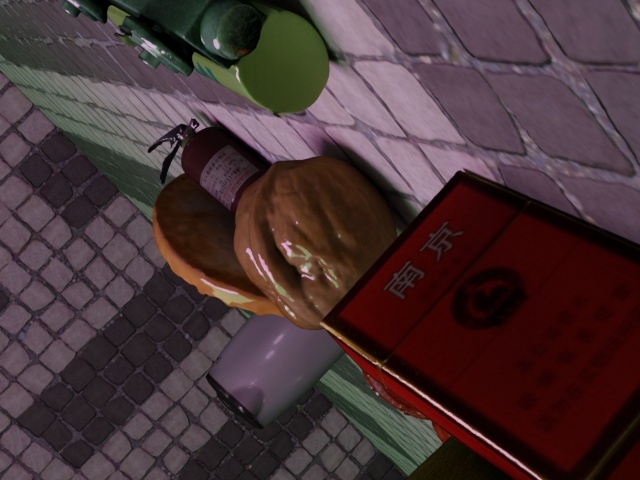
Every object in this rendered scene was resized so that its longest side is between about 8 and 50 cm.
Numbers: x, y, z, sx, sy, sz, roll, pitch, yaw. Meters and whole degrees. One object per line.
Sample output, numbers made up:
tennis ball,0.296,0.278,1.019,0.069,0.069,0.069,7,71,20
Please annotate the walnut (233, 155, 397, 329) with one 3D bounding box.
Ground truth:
walnut,0.000,0.000,0.972,0.166,0.149,0.167,22,129,30

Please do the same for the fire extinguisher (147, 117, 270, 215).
fire extinguisher,-0.111,-0.066,1.241,0.231,0.099,0.071,38,-165,22

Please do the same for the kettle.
kettle,-0.081,0.197,1.817,0.161,0.236,0.221,45,170,-14

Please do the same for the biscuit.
biscuit,-0.085,0.010,1.246,0.309,0.204,0.040,36,127,31

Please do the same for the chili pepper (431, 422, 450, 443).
chili pepper,0.210,0.257,1.451,0.088,0.065,0.169,42,167,-2

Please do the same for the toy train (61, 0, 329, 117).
toy train,-0.100,-0.170,0.798,0.253,0.105,0.157,33,180,45

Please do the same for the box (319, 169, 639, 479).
box,0.128,0.060,0.667,0.240,0.153,0.074,31,168,50

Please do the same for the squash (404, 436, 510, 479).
squash,0.137,0.166,0.748,0.107,0.107,0.395,40,-151,17

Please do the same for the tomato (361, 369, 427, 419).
tomato,0.125,0.114,1.107,0.139,0.091,0.159,36,145,-13
